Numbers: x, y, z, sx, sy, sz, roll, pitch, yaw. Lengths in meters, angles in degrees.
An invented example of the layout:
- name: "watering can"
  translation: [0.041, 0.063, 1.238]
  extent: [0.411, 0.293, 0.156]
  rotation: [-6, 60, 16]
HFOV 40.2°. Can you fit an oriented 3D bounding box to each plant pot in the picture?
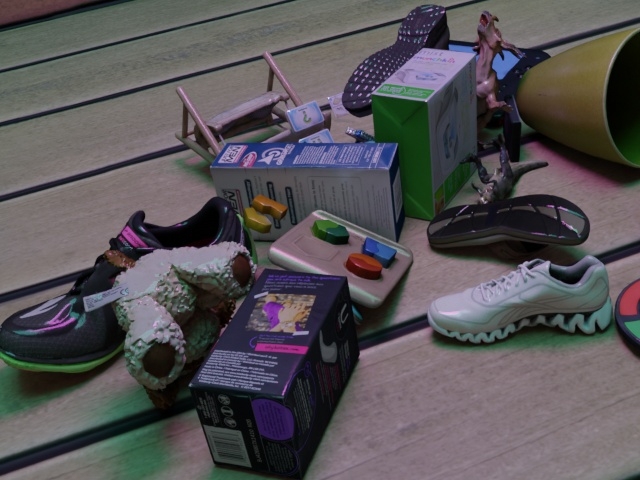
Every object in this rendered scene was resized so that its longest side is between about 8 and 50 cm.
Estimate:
- name: "plant pot"
  translation: [0.558, -0.298, 1.811]
  extent: [0.275, 0.274, 0.293]
  rotation: [-28, 23, -27]

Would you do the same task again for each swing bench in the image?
- name: "swing bench"
  translation: [-0.153, -0.254, 1.957]
  extent: [0.253, 0.165, 0.254]
  rotation: [-27, 60, -27]

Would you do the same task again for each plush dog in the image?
- name: "plush dog"
  translation: [-0.231, 0.125, 1.357]
  extent: [0.211, 0.225, 0.262]
  rotation: [22, 56, 27]

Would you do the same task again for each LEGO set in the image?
- name: "LEGO set"
  translation: [0.069, -0.236, 1.882]
  extent: [0.244, 0.182, 0.060]
  rotation: [-24, 1, -24]

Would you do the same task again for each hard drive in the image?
- name: "hard drive"
  translation: [0.411, -0.242, 1.877]
  extent: [0.022, 0.094, 0.135]
  rotation: [-1, 34, 6]

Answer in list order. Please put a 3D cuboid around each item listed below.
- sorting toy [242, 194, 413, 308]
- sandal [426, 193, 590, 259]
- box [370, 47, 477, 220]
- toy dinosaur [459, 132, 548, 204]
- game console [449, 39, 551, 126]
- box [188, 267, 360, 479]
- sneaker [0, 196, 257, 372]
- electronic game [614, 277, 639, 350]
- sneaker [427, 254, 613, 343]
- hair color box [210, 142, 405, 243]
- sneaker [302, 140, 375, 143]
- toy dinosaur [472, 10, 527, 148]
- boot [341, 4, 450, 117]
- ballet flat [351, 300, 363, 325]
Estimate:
- name: "sorting toy"
  translation: [0.000, 0.000, 1.525]
  extent: [0.307, 0.041, 0.229]
  rotation: [24, 27, 11]
- name: "sandal"
  translation: [0.338, -0.015, 1.571]
  extent: [0.303, 0.086, 0.120]
  rotation: [-2, 36, 37]
- name: "box"
  translation: [0.210, -0.213, 1.731]
  extent: [0.127, 0.262, 0.231]
  rotation: [14, 38, 29]
- name: "toy dinosaur"
  translation: [0.353, -0.140, 1.743]
  extent: [0.268, 0.118, 0.064]
  rotation: [-37, 1, -40]
- name: "game console"
  translation: [0.346, -0.401, 2.171]
  extent: [0.387, 0.060, 0.342]
  rotation: [15, 40, 33]
- name: "box"
  translation: [-0.056, 0.185, 1.274]
  extent: [0.143, 0.165, 0.270]
  rotation: [5, 35, 21]
- name: "sneaker"
  translation: [-0.337, 0.060, 1.496]
  extent: [0.483, 0.202, 0.185]
  rotation: [-29, 37, -28]
- name: "electronic game"
  translation: [0.571, 0.116, 1.339]
  extent: [0.229, 0.048, 0.229]
  rotation: [-6, 34, 4]
- name: "sneaker"
  translation: [0.313, 0.086, 1.386]
  extent: [0.292, 0.118, 0.110]
  rotation: [-8, 35, 4]
- name: "hair color box"
  translation: [-0.021, -0.093, 1.681]
  extent: [0.347, 0.173, 0.105]
  rotation: [2, 35, 15]
- name: "sneaker"
  translation: [-0.006, -0.147, 1.765]
  extent: [0.275, 0.110, 0.107]
  rotation: [-15, 36, 24]
- name: "toy dinosaur"
  translation: [0.350, -0.331, 1.887]
  extent: [0.127, 0.295, 0.200]
  rotation: [20, 63, 1]
- name: "boot"
  translation: [0.195, -0.321, 1.870]
  extent: [0.118, 0.222, 0.338]
  rotation: [25, 62, 39]
- name: "ballet flat"
  translation: [0.016, 0.094, 1.503]
  extent: [0.068, 0.072, 0.213]
  rotation: [-37, 33, 8]
